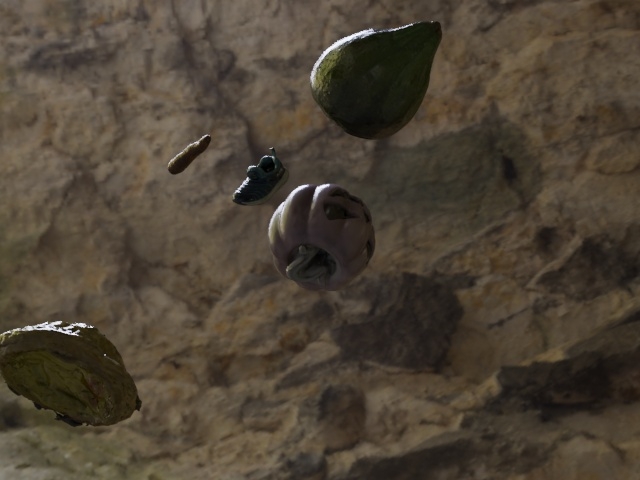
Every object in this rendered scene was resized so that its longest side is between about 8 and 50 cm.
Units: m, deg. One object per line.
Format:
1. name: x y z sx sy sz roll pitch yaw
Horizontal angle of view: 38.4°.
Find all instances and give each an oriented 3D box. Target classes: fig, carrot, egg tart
1. fig: 0.066 -0.187 0.995 0.123 0.123 0.156 52 -58 22
2. carrot: -0.278 -0.185 1.963 0.165 0.036 0.035 -34 -102 42
3. egg tart: -0.433 0.225 1.595 0.279 0.095 0.278 12 -41 11

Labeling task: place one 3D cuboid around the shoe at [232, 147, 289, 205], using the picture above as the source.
1. shoe: -0.121 -0.119 1.819 0.064 0.143 0.071 14 -44 39

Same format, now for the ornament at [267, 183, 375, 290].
1. ornament: 0.001 0.000 1.494 0.178 0.178 0.177 20 -62 43
